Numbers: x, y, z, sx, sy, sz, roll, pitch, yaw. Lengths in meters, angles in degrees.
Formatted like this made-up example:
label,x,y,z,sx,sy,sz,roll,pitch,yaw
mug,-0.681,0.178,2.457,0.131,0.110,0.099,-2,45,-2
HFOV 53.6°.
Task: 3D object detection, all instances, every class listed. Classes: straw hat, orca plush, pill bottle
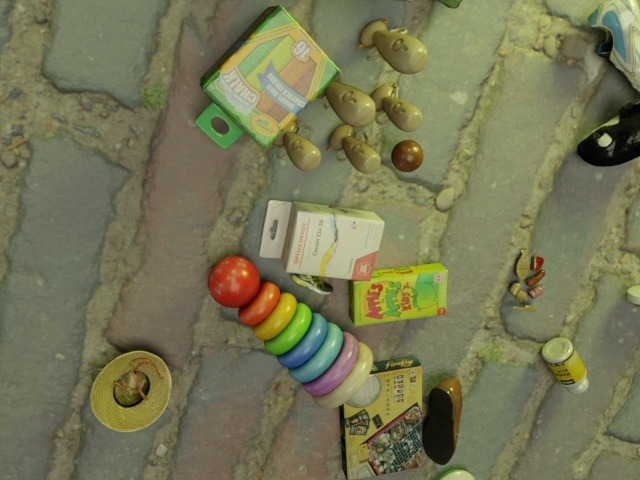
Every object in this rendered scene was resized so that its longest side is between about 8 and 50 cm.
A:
label,x,y,z,sx,sy,sz,roll,pitch,yaw
straw hat,-0.337,0.260,1.127,0.144,0.061,0.145,-3,97,-24
orca plush,0.624,-0.178,1.141,0.287,0.102,0.151,-8,142,-4
pill bottle,0.514,0.264,1.321,0.065,0.065,0.116,-36,113,1

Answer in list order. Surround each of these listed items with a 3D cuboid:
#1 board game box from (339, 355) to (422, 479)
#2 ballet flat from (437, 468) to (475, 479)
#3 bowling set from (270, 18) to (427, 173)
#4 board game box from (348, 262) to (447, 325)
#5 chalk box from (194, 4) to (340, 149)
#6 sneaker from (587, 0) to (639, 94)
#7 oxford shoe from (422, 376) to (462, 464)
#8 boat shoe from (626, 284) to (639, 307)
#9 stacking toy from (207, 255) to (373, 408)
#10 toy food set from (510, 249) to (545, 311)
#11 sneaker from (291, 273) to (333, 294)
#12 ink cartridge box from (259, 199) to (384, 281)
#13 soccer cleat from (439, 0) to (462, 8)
label,x,y,z,sx,sy,sz,roll,pitch,yaw
board game box,0.122,0.360,1.277,0.164,0.042,0.244,-7,110,-10
ballet flat,0.236,0.690,1.372,0.139,0.139,0.400,27,101,-20
bowling set,0.069,-0.191,1.039,0.287,0.154,0.200,-41,133,1
board game box,0.145,0.101,1.191,0.181,0.043,0.092,-6,110,-11
chalk box,-0.098,-0.234,0.970,0.213,0.132,0.132,-46,112,5
sneaker,0.549,-0.326,1.124,0.086,0.085,0.237,-22,125,33
oxford shoe,0.261,0.373,1.304,0.076,0.076,0.212,-29,133,-45
boat shoe,0.732,0.136,1.320,0.219,0.078,0.070,3,107,-16
stacking toy,-0.062,0.147,1.126,0.141,0.141,0.330,-44,106,5
toy food set,0.414,0.079,1.260,0.077,0.019,0.122,7,99,-15
sneaker,-0.011,0.072,1.152,0.083,0.031,0.035,23,102,-19
ink cartridge box,0.000,0.000,1.109,0.198,0.067,0.116,7,108,-15
soccer cleat,0.265,-0.502,0.999,0.289,0.093,0.121,-53,142,3
